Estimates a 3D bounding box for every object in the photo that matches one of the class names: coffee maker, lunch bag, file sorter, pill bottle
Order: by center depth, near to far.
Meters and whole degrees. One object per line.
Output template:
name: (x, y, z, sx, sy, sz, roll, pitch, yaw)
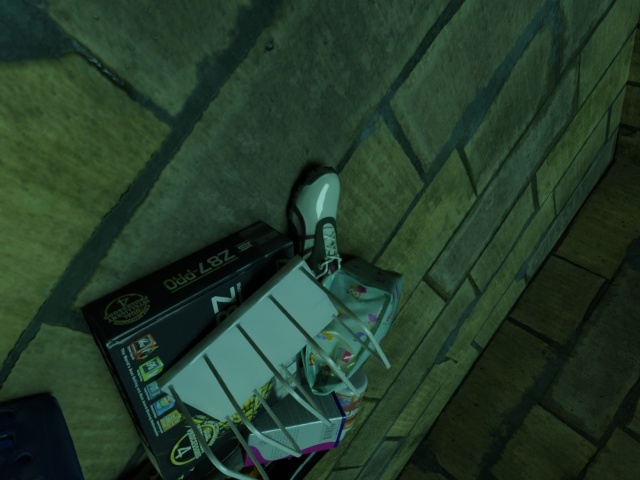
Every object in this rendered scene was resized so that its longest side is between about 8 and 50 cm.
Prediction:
file sorter: (-0.057, 0.207, 0.690, 0.277, 0.173, 0.193, -42, 141, -10)
lunch bag: (0.063, 0.183, 0.968, 0.263, 0.160, 0.223, -69, 165, 12)
coffee maker: (-0.061, 0.588, 1.177, 0.178, 0.171, 0.120, -46, 171, -10)
pill bottle: (0.049, 0.449, 1.238, 0.121, 0.121, 0.216, -16, 129, -43)

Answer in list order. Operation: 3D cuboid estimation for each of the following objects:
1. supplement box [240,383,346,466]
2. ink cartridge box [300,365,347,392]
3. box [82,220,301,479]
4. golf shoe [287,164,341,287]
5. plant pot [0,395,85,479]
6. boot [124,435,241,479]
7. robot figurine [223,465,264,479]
supplement box: (-0.071, 0.408, 1.007, 0.219, 0.114, 0.111, -2, 122, -23)
ink cartridge box: (-0.008, 0.347, 1.109, 0.135, 0.056, 0.099, -21, 137, -8)
box: (-0.185, 0.202, 0.785, 0.318, 0.097, 0.395, -30, 136, -35)
golf shoe: (0.000, 0.000, 0.829, 0.105, 0.120, 0.273, -9, 123, -45)
plant pot: (-0.423, 0.356, 0.515, 0.212, 0.236, 0.236, 10, 108, -45)
boot: (-0.246, 0.527, 0.805, 0.377, 0.284, 0.138, -24, 134, -39)
robot figurine: (-0.250, 0.622, 0.969, 0.291, 0.085, 0.211, -43, 175, 4)
